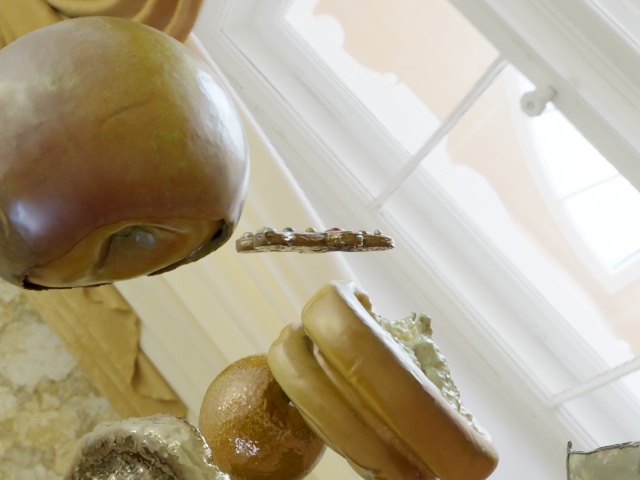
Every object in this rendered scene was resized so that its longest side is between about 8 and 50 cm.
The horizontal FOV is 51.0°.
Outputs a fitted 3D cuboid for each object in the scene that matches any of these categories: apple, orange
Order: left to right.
[{"bbox_3d":[-0.172,-0.059,0.541,0.237,0.207,0.237,-29,-27,-16],"label":"apple"},{"bbox_3d":[-0.105,0.348,1.301,0.274,0.274,0.274,-41,-8,-7],"label":"orange"}]

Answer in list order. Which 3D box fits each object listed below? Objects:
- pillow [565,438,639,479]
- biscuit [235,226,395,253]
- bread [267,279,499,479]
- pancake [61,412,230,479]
[{"bbox_3d":[0.538,0.444,1.219,0.255,0.059,0.169,132,147,-63],"label":"pillow"},{"bbox_3d":[0.000,-0.001,0.849,0.205,0.031,0.138,2,-7,-24],"label":"biscuit"},{"bbox_3d":[0.108,0.262,1.150,0.245,0.424,0.329,-39,13,21],"label":"bread"},{"bbox_3d":[-0.224,0.388,0.861,0.356,0.356,0.065,-46,-21,26],"label":"pancake"}]
